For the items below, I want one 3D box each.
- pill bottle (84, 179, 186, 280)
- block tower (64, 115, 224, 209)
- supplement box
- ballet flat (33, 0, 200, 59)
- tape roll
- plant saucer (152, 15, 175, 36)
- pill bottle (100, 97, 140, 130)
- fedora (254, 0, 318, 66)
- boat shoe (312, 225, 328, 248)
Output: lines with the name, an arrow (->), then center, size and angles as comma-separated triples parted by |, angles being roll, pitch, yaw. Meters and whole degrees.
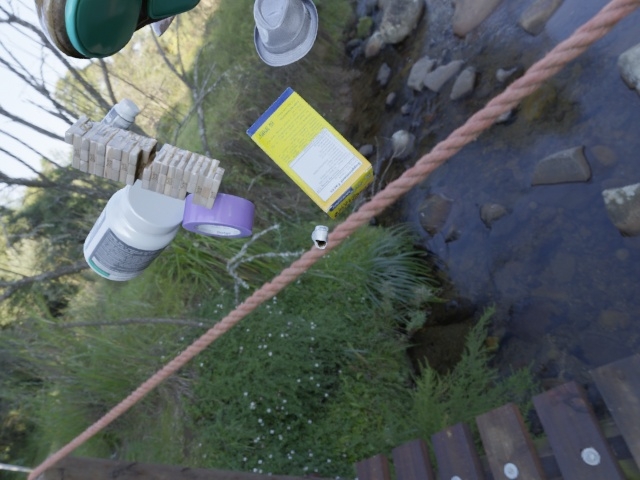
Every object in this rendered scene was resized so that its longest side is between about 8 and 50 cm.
pill bottle -> -0.552, -0.034, 1.241 | 0.361, 0.204, 0.204 | -34, 39, 40
block tower -> -0.403, -0.179, 0.977 | 0.091, 0.335, 0.097 | -90, 23, -52
supplement box -> -0.024, -0.264, 1.310 | 0.194, 0.356, 0.195 | -45, -9, 4
ballet flat -> -0.242, -0.302, 0.471 | 0.116, 0.124, 0.342 | -57, 12, 40
tape roll -> -0.277, -0.066, 1.140 | 0.189, 0.188, 0.080 | -14, 69, 59
plant saucer -> -0.563, -0.924, 1.565 | 0.310, 0.050, 0.311 | -25, 55, 41
pill bottle -> -0.698, -0.424, 1.445 | 0.137, 0.078, 0.078 | -41, 32, 16
fedora -> -0.139, -0.750, 1.404 | 0.243, 0.124, 0.276 | -6, 74, 20
boat shoe -> 0.000, 0.000, 0.844 | 0.100, 0.035, 0.035 | 113, 164, -75
